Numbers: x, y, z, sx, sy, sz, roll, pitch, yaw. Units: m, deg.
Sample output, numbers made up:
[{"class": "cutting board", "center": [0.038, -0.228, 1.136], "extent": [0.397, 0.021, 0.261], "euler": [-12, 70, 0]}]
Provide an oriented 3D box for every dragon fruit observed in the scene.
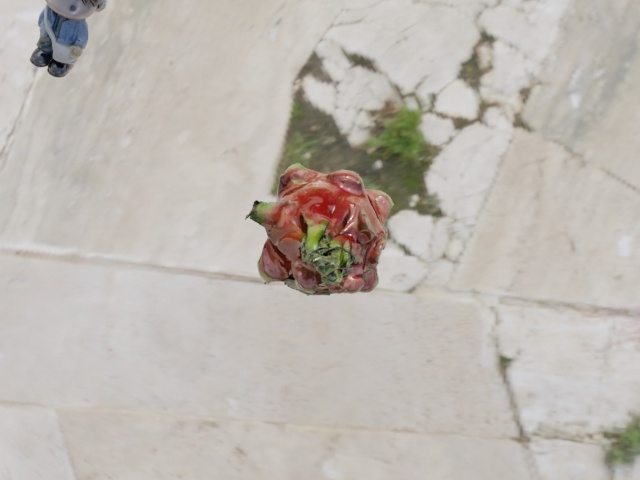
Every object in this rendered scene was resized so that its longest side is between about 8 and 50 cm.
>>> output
[{"class": "dragon fruit", "center": [-0.003, -0.002, 1.408], "extent": [0.137, 0.236, 0.135], "euler": [5, 104, 15]}]

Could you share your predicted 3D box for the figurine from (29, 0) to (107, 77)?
[{"class": "figurine", "center": [-0.275, -0.254, 1.518], "extent": [0.086, 0.149, 0.087], "euler": [32, 38, 11]}]
